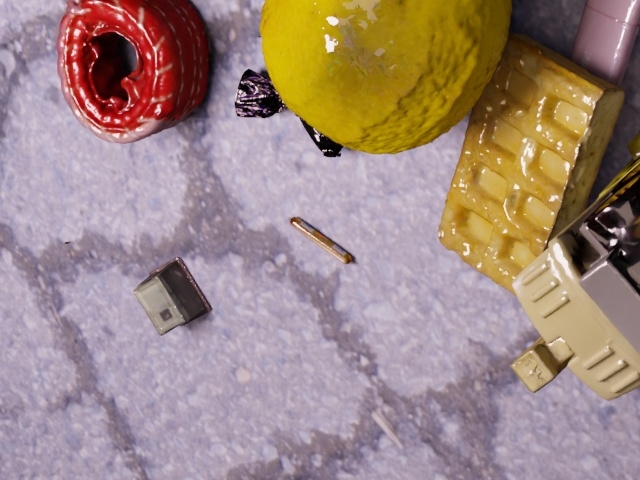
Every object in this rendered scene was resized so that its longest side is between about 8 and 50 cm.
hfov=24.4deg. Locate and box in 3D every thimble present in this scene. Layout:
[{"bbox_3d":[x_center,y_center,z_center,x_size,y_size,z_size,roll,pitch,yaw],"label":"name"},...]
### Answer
[{"bbox_3d":[-0.228,-0.219,1.816,0.163,0.125,0.189,-3,107,24],"label":"thimble"}]

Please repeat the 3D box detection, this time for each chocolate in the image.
[{"bbox_3d":[-0.029,-0.157,1.788,0.147,0.070,0.072,22,107,6],"label":"chocolate"}]

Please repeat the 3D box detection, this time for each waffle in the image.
[{"bbox_3d":[0.228,-0.083,1.649,0.168,0.057,0.274,37,125,40],"label":"waffle"}]

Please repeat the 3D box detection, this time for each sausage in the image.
[{"bbox_3d":[0.000,0.000,1.850,0.100,0.015,0.015,35,120,10],"label":"sausage"}]

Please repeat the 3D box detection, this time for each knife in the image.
[{"bbox_3d":[0.296,-0.165,1.627,0.132,0.038,0.398,34,123,38],"label":"knife"}]

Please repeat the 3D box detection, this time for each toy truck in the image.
[{"bbox_3d":[0.336,0.005,1.468,0.180,0.405,0.254,51,128,0],"label":"toy truck"}]

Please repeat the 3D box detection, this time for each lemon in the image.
[{"bbox_3d":[0.075,-0.240,1.579,0.268,0.268,0.322,41,130,7],"label":"lemon"}]

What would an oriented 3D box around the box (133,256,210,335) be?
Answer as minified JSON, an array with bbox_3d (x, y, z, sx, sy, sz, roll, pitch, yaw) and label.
[{"bbox_3d":[-0.199,0.076,1.948,0.060,0.063,0.084,-28,94,32],"label":"box"}]
